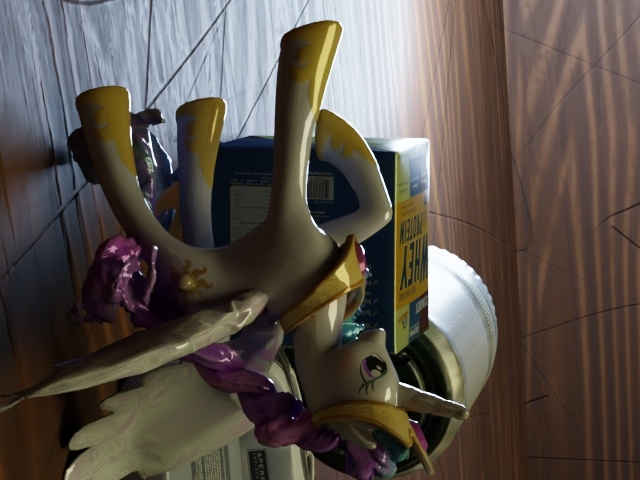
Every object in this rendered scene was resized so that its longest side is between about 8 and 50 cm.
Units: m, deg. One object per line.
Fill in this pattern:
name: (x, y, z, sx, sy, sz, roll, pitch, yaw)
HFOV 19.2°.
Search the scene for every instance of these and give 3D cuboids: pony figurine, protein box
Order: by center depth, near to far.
pony figurine: (-0.085, 0.045, 1.494, 0.303, 0.351, 0.363, 53, 23, -70)
protein box: (0.000, 0.000, 1.919, 0.136, 0.200, 0.201, -26, 117, -71)

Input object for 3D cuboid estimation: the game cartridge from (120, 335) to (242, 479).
game cartridge: (-0.128, 0.236, 1.774, 0.198, 0.062, 0.297, -41, 131, -62)

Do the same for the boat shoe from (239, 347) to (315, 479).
boat shoe: (-0.055, 0.251, 1.944, 0.102, 0.108, 0.301, -51, 136, -70)

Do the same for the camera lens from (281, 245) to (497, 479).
camera lens: (0.080, 0.134, 2.172, 0.274, 0.219, 0.219, -44, 133, -67)
